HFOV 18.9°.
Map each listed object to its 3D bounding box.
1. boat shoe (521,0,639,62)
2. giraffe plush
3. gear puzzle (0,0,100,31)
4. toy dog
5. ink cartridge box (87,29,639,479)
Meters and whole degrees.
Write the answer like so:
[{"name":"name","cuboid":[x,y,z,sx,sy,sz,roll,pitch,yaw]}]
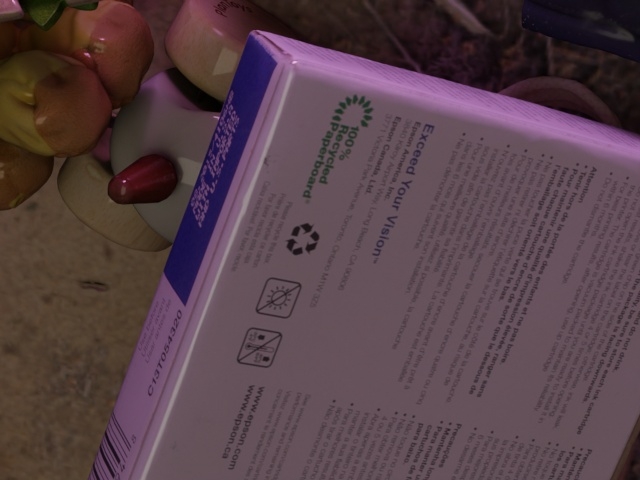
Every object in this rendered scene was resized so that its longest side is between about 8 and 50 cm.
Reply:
[{"name":"boat shoe","cuboid":[0.257,-0.165,0.986,0.340,0.127,0.158,11,123,17]},{"name":"giraffe plush","cuboid":[-0.208,-0.075,1.090,0.210,0.181,0.170,20,132,7]},{"name":"gear puzzle","cuboid":[-0.175,-0.177,0.987,0.338,0.044,0.176,-12,69,6]},{"name":"toy dog","cuboid":[0.000,0.000,1.090,0.333,0.161,0.220,16,117,6]},{"name":"ink cartridge box","cuboid":[0.061,0.081,1.025,0.330,0.071,0.324,13,108,-28]}]
